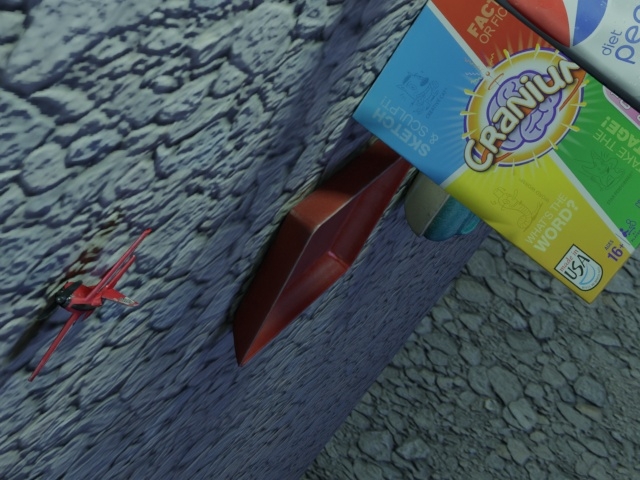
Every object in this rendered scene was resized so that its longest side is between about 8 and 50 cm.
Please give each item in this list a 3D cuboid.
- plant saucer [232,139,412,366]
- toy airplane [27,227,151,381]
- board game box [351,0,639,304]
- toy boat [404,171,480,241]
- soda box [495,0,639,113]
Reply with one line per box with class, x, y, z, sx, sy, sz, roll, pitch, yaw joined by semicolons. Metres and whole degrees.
plant saucer;0.000;0.000;1.565;0.259;0.048;0.258;-41;166;-46
toy airplane;-0.174;0.041;1.017;0.151;0.028;0.151;-48;170;-11
board game box;0.223;-0.127;1.330;0.242;0.316;0.064;-56;168;24
toy boat;0.270;-0.127;1.984;0.318;0.148;0.267;-40;167;-47
soda box;0.200;-0.203;1.052;0.091;0.286;0.098;-51;169;9
